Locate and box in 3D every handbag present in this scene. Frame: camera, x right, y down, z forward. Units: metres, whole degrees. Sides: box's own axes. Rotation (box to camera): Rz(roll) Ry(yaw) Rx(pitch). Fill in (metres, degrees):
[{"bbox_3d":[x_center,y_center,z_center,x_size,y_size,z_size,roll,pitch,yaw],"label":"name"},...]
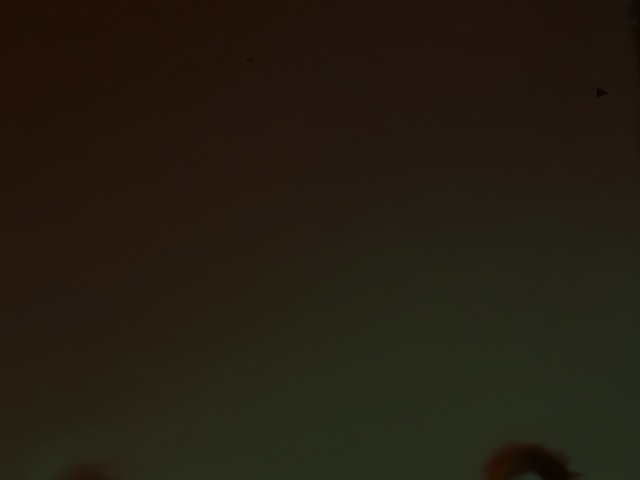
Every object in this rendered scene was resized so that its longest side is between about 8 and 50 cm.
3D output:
[{"bbox_3d":[0.000,0.000,0.342,0.127,0.063,0.190,-6,84,14],"label":"handbag"}]
